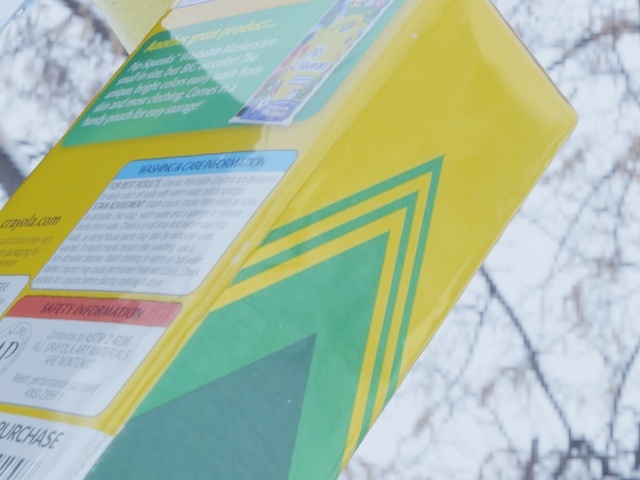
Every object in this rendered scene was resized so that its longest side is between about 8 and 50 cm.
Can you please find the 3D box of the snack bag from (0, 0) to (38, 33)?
[{"bbox_3d":[-0.324,-0.181,1.037,0.037,0.323,0.342,7,-36,44],"label":"snack bag"}]

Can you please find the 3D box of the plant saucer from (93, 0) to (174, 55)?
[{"bbox_3d":[-0.176,-0.238,1.883,0.081,0.333,0.333,-33,-67,1],"label":"plant saucer"}]

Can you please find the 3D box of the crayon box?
[{"bbox_3d":[-0.047,0.012,0.640,0.083,0.323,0.203,48,-26,-26],"label":"crayon box"}]
